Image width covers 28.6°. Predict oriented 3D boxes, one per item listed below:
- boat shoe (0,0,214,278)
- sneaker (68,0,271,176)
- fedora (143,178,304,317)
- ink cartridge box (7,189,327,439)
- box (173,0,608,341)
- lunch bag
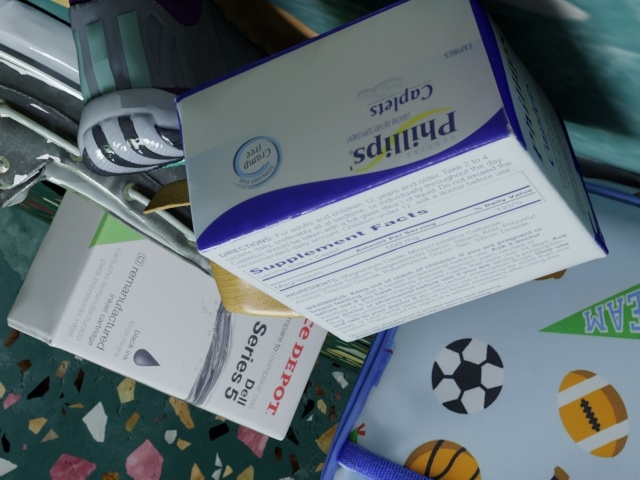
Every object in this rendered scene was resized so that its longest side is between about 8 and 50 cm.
[{"bbox_3d":[-0.185,-0.076,0.828,0.335,0.119,0.121,25,172,-10],"label":"boat shoe"},{"bbox_3d":[-0.046,-0.087,0.603,0.083,0.098,0.223,-14,180,18],"label":"sneaker"},{"bbox_3d":[0.000,0.000,0.693,0.194,0.079,0.194,-4,-179,0],"label":"fedora"},{"bbox_3d":[-0.124,0.048,1.194,0.273,0.198,0.114,29,170,-34],"label":"ink cartridge box"},{"bbox_3d":[0.032,-0.024,0.504,0.126,0.072,0.137,-20,154,19],"label":"box"},{"bbox_3d":[0.162,0.109,0.587,0.303,0.243,0.115,21,172,27],"label":"lunch bag"}]
